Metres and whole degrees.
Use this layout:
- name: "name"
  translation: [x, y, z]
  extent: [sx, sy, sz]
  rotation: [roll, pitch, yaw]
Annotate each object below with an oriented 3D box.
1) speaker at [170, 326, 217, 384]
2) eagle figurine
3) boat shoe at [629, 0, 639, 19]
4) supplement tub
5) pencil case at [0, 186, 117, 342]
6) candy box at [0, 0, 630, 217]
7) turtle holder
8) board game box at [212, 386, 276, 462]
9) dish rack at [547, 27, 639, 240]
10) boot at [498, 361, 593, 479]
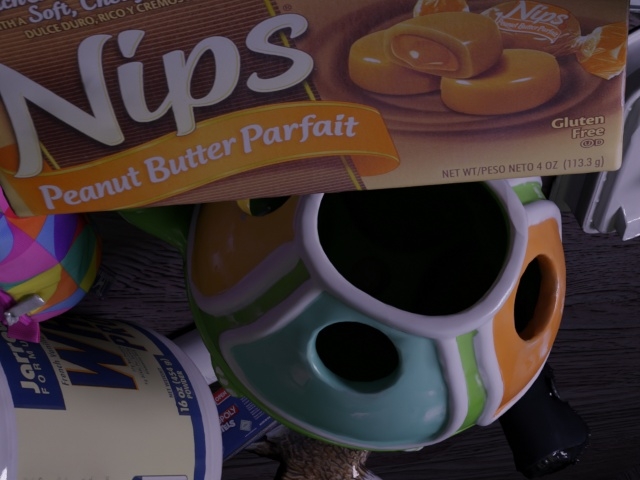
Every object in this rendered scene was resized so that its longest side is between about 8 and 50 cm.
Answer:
- name: "speaker"
  translation: [-0.081, 0.095, 1.239]
  extent: [0.136, 0.055, 0.055]
  rotation: [-26, 157, 7]
- name: "eagle figurine"
  translation: [0.035, 0.229, 1.532]
  extent: [0.225, 0.226, 0.298]
  rotation: [37, 91, -22]
- name: "boat shoe"
  translation: [0.245, -0.180, 0.849]
  extent: [0.335, 0.121, 0.119]
  rotation: [-12, 151, -30]
- name: "supplement tub"
  translation: [-0.256, 0.165, 0.996]
  extent: [0.235, 0.235, 0.325]
  rotation: [-35, 155, 26]
- name: "pencil case"
  translation: [-0.205, -0.022, 0.798]
  extent: [0.104, 0.104, 0.236]
  rotation: [-23, 155, 0]
- name: "candy box"
  translation: [-0.017, -0.107, 0.630]
  extent: [0.317, 0.087, 0.183]
  rotation: [-4, 142, 7]
- name: "turtle holder"
  translation: [0.018, -0.008, 0.881]
  extent: [0.243, 0.320, 0.227]
  rotation: [-40, 175, -12]
- name: "board game box"
  translation: [-0.027, 0.137, 1.340]
  extent: [0.194, 0.060, 0.194]
  rotation: [-38, 174, 6]
- name: "dish rack"
  translation: [0.359, -0.110, 1.189]
  extent: [0.286, 0.072, 0.333]
  rotation: [-20, 156, -6]
- name: "boot"
  translation: [0.213, 0.146, 1.436]
  extent: [0.094, 0.207, 0.246]
  rotation: [-26, 157, 7]
